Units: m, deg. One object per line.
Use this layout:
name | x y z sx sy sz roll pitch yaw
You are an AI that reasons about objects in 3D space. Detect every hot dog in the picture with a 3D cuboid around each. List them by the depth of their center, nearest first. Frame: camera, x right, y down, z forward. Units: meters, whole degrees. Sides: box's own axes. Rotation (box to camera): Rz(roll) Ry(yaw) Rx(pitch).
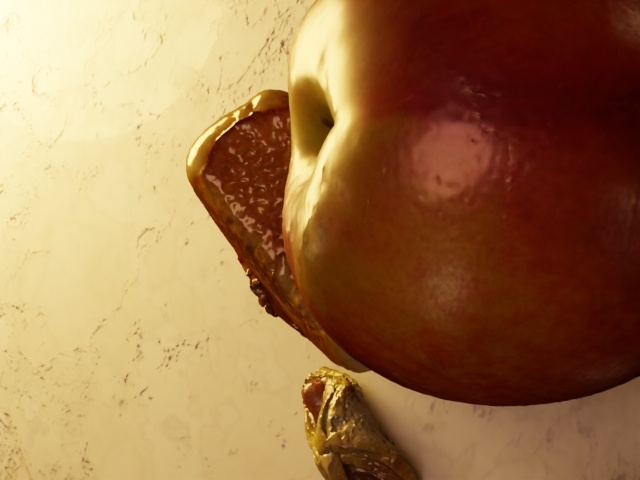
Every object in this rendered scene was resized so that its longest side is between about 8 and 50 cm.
hot dog | 0.000 0.000 1.455 0.150 0.153 0.256 -39 75 -4
hot dog | 0.024 0.184 1.485 0.078 0.061 0.169 -48 62 25

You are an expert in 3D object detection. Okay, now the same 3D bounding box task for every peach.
peach | 0.156 -0.056 1.225 0.388 0.388 0.388 -2 86 35
